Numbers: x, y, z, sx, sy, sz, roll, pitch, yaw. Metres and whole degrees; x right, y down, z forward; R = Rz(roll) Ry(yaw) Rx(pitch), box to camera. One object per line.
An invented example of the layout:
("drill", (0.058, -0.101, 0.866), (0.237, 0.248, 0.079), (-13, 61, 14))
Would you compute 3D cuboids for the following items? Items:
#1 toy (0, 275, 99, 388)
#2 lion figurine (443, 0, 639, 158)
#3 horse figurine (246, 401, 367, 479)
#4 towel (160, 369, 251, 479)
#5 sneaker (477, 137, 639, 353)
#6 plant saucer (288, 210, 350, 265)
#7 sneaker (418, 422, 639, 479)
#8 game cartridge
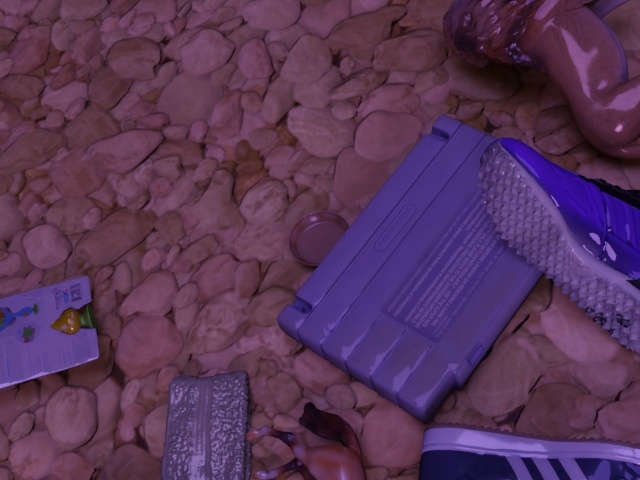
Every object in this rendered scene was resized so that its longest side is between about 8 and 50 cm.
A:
("toy", (-0.402, 0.141, 1.194), (0.237, 0.056, 0.137), (-18, 52, -2))
("lion figurine", (0.338, -0.222, 1.166), (0.240, 0.142, 0.392), (-33, 60, 3))
("horse figurine", (-0.011, 0.293, 0.982), (0.174, 0.066, 0.263), (0, 62, 25))
("towel", (-0.133, 0.224, 1.082), (0.110, 0.027, 0.148), (-7, 57, 11))
("sneaker", (0.309, -0.019, 1.029), (0.293, 0.102, 0.146), (47, 66, 2))
("plant saucer", (0.000, 0.000, 1.192), (0.083, 0.015, 0.084), (-7, 57, 11))
("sneaker", (0.227, 0.275, 0.905), (0.282, 0.099, 0.153), (3, 57, 22))
("game cartridge", (0.142, 0.024, 1.113), (0.230, 0.068, 0.355), (31, 71, 26))
